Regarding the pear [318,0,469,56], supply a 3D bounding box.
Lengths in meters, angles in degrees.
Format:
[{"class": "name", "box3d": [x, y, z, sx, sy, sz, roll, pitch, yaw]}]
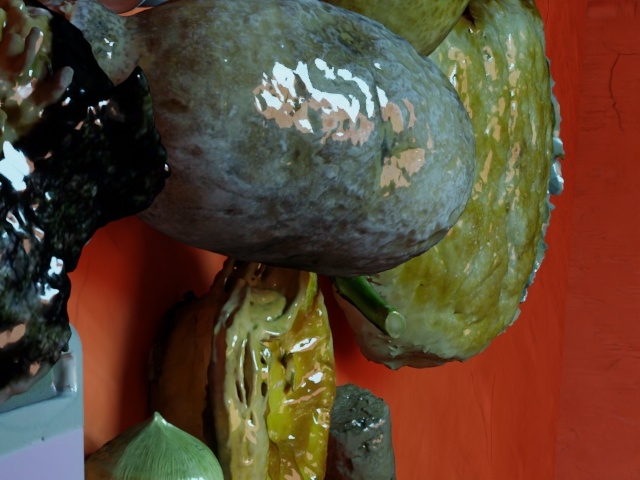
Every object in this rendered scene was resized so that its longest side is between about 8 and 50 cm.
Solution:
[{"class": "pear", "box3d": [0.026, -0.221, 1.115, 0.211, 0.188, 0.228, -57, 169, -44]}]

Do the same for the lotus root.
[{"class": "lotus root", "box3d": [-0.028, -0.062, 0.905, 0.350, 0.175, 0.175, 10, 79, -48]}]

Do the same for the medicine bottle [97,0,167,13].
[{"class": "medicine bottle", "box3d": [-0.109, -0.183, 0.919, 0.118, 0.055, 0.074, -65, 152, -57]}]

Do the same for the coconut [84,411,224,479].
[{"class": "coconut", "box3d": [-0.100, 0.150, 0.902, 0.088, 0.088, 0.096, -17, 113, -73]}]

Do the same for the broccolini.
[{"class": "broccolini", "box3d": [0.000, 0.000, 1.102, 0.239, 0.051, 0.054, -126, -164, -50]}]

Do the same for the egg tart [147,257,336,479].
[{"class": "egg tart", "box3d": [-0.053, 0.107, 1.034, 0.241, 0.106, 0.241, 1, 90, -77]}]

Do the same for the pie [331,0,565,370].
[{"class": "pie", "box3d": [0.106, -0.072, 1.476, 0.418, 0.180, 0.395, -52, 137, -47]}]

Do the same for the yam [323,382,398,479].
[{"class": "yam", "box3d": [0.036, 0.221, 1.395, 0.078, 0.078, 0.179, -66, 153, -54]}]

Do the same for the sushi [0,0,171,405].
[{"class": "sushi", "box3d": [-0.150, -0.024, 0.623, 0.115, 0.147, 0.212, 76, 26, -43]}]

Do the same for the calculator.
[{"class": "calculator", "box3d": [-0.163, 0.143, 0.762, 0.141, 0.045, 0.246, -3, 92, -74]}]
